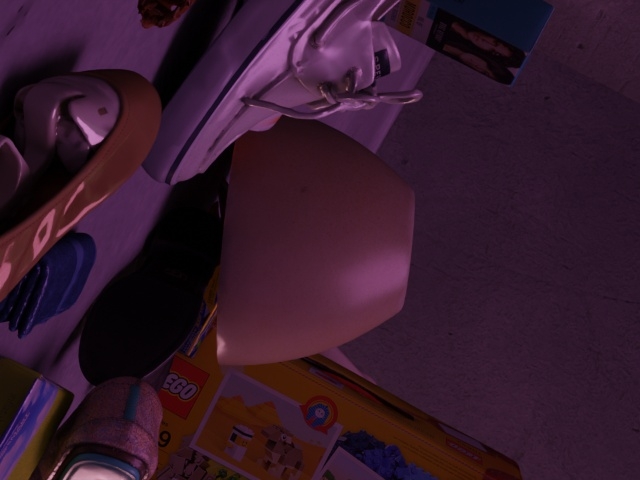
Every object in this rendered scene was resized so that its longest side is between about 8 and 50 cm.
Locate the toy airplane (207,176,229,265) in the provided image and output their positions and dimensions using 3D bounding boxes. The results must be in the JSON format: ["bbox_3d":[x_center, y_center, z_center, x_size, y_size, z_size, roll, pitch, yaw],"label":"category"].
[{"bbox_3d":[-0.113,-0.009,1.400,0.151,0.028,0.151,-167,-90,-89],"label":"toy airplane"}]

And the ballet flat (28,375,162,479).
[{"bbox_3d":[-0.221,0.215,1.158,0.316,0.108,0.106,-42,-149,46],"label":"ballet flat"}]

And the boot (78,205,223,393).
[{"bbox_3d":[-0.177,0.112,1.273,0.263,0.091,0.229,-60,175,-47],"label":"boot"}]

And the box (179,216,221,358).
[{"bbox_3d":[-0.143,0.058,1.538,0.169,0.059,0.054,-61,175,-10],"label":"box"}]

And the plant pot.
[{"bbox_3d":[0.000,0.000,1.348,0.284,0.191,0.284,-175,-90,-90],"label":"plant pot"}]

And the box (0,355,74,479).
[{"bbox_3d":[-0.250,0.154,0.995,0.109,0.042,0.178,-62,176,-12],"label":"box"}]

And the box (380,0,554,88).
[{"bbox_3d":[0.108,-0.250,1.277,0.060,0.244,0.100,-61,175,-13],"label":"box"}]

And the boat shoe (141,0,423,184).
[{"bbox_3d":[0.017,-0.159,1.022,0.367,0.156,0.136,-49,-176,-3],"label":"boat shoe"}]

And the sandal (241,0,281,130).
[{"bbox_3d":[-0.043,-0.170,1.139,0.102,0.076,0.265,-56,173,-52],"label":"sandal"}]

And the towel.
[{"bbox_3d":[-0.197,0.030,0.920,0.067,0.029,0.119,-63,175,9],"label":"towel"}]

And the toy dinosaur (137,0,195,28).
[{"bbox_3d":[-0.003,-0.249,0.730,0.218,0.164,0.322,146,-45,-63],"label":"toy dinosaur"}]

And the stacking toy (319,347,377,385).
[{"bbox_3d":[-0.157,0.326,1.870,0.480,0.350,0.350,-45,172,-12],"label":"stacking toy"}]

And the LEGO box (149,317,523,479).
[{"bbox_3d":[-0.041,0.350,1.650,0.372,0.500,0.193,-62,176,4],"label":"LEGO box"}]

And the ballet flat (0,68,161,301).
[{"bbox_3d":[-0.155,-0.041,0.681,0.073,0.080,0.232,92,22,-46],"label":"ballet flat"}]
